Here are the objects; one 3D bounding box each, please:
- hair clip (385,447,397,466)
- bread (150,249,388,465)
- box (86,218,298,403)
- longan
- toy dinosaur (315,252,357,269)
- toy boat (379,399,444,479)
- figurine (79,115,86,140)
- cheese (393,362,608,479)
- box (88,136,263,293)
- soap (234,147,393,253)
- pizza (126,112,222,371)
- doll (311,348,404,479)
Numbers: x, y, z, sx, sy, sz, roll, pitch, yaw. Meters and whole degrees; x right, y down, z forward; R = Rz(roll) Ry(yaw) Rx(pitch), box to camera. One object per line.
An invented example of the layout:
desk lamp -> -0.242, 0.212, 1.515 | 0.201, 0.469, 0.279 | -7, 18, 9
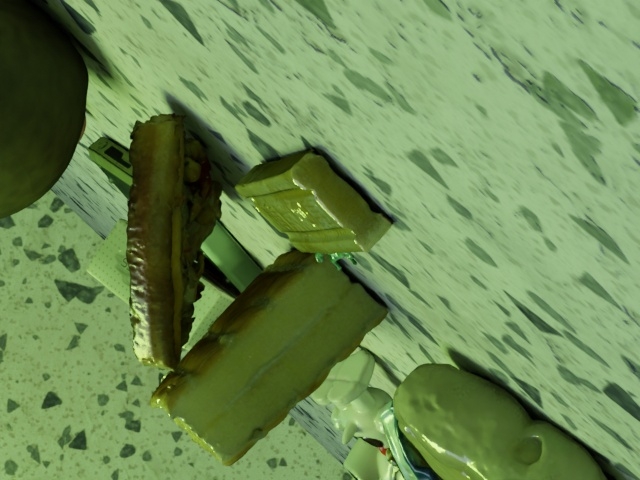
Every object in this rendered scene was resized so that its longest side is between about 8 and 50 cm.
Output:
hair clip -> 0.207, 0.307, 1.886 | 0.292, 0.084, 0.106 | 37, 165, 6
bread -> -0.069, 0.122, 1.692 | 0.111, 0.239, 0.246 | 47, 172, -7
box -> -0.149, 0.104, 2.189 | 0.210, 0.095, 0.330 | 34, 180, 32
longan -> -0.406, -0.145, 1.734 | 0.288, 0.288, 0.350 | 46, 151, -18
toy dinosaur -> 0.000, 0.000, 1.523 | 0.083, 0.021, 0.062 | 39, 164, -1
toy boat -> 0.168, 0.246, 1.698 | 0.115, 0.114, 0.262 | -10, 134, 37
figurine -> -0.408, -0.192, 2.018 | 0.275, 0.161, 0.158 | 60, -158, -54
cheese -> 0.180, 0.215, 1.508 | 0.263, 0.093, 0.159 | 34, 164, 37
box -> -0.195, -0.031, 2.129 | 0.270, 0.045, 0.211 | 32, 165, 51
soap -> -0.011, -0.032, 1.377 | 0.092, 0.037, 0.252 | 43, 171, -9
pizza -> -0.153, 0.016, 1.669 | 0.074, 0.251, 0.288 | 4, 169, 8
doll -> 0.079, 0.250, 2.039 | 0.271, 0.144, 0.208 | 42, 151, -17
